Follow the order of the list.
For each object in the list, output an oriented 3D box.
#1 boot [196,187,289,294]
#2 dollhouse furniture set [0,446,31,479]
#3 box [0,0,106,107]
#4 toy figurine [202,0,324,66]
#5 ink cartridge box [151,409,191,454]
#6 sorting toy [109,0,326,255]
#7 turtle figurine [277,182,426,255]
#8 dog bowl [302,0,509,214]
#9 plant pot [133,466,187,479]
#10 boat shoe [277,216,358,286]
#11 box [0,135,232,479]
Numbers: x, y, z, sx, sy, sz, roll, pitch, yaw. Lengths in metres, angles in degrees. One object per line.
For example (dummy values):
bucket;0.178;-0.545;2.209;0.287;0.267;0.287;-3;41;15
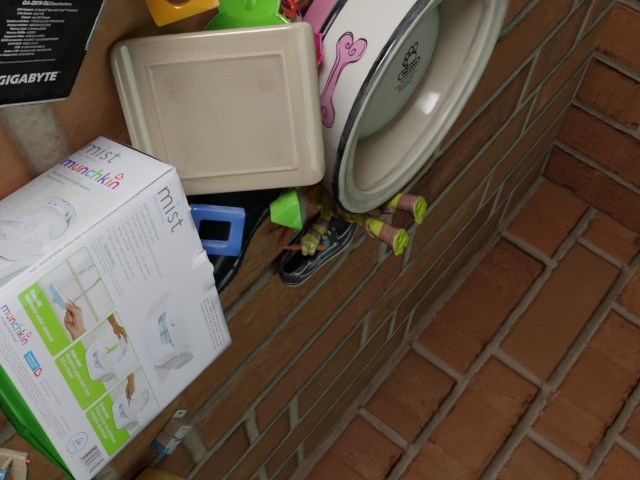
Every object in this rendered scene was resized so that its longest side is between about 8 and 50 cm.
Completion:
boot;-0.139;-0.044;0.939;0.246;0.094;0.207;-53;162;-8
dollhouse furniture set;-0.362;0.205;0.733;0.129;0.128;0.184;-94;-163;-75
box;-0.238;-0.187;0.414;0.322;0.079;0.257;-28;154;-58
toy figurine;-0.053;-0.230;0.852;0.159;0.130;0.173;-53;143;-62
ink cartridge box;-0.274;0.359;1.412;0.083;0.028;0.048;-54;162;-3
sorting toy;-0.097;-0.134;0.770;0.047;0.195;0.348;-100;-177;-52
turtle figurine;0.063;-0.067;1.269;0.269;0.217;0.087;-49;143;-36
dog bowl;0.097;-0.245;1.081;0.408;0.150;0.408;-46;159;-23
plant pot;-0.311;0.558;1.370;0.254;0.253;0.239;94;20;-57
boat shoe;0.000;0.000;1.389;0.206;0.075;0.065;-47;164;-8
box;-0.229;0.071;0.760;0.231;0.126;0.262;-44;141;-31
